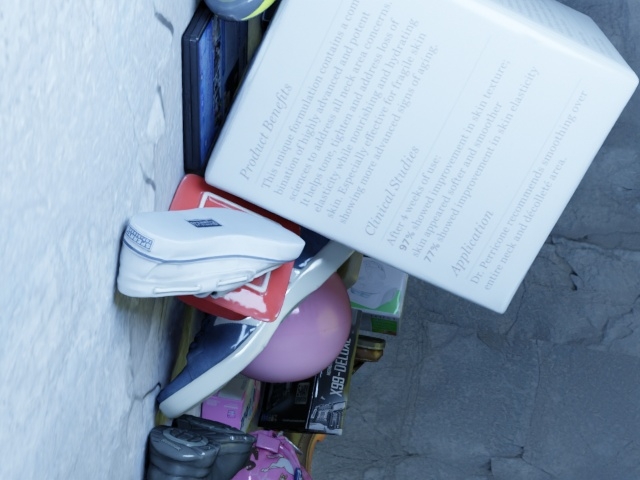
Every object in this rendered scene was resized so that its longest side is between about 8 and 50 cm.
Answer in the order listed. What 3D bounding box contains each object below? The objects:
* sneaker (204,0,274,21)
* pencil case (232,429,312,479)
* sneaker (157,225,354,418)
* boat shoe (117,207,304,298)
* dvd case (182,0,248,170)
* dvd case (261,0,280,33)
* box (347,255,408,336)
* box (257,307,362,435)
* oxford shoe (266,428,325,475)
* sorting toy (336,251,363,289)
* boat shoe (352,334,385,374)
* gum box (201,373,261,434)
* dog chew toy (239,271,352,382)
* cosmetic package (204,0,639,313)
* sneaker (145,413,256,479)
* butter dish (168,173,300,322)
[{"bbox_3d":[-0.085,-0.387,1.267,0.121,0.111,0.300,6,92,-68],"label":"sneaker"},{"bbox_3d":[-0.096,0.446,2.116,0.386,0.167,0.160,82,-15,-72],"label":"pencil case"},{"bbox_3d":[-0.105,0.063,1.487,0.350,0.148,0.131,-47,-179,-18],"label":"sneaker"},{"bbox_3d":[-0.119,0.018,1.254,0.258,0.095,0.084,2,115,-51],"label":"boat shoe"},{"bbox_3d":[-0.124,-0.228,1.423,0.253,0.022,0.180,-74,170,-50],"label":"dvd case"},{"bbox_3d":[-0.051,-0.404,1.839,0.179,0.029,0.239,83,18,-72],"label":"dvd case"},{"bbox_3d":[0.053,0.105,2.513,0.231,0.262,0.127,79,21,-77],"label":"box"},{"bbox_3d":[-0.024,0.259,2.333,0.307,0.076,0.242,161,-59,-69],"label":"box"},{"bbox_3d":[-0.090,0.464,2.574,0.133,0.130,0.364,51,46,-36],"label":"oxford shoe"},{"bbox_3d":[0.000,0.000,2.260,0.257,0.089,0.255,-41,-151,55],"label":"sorting toy"},{"bbox_3d":[0.047,0.242,2.437,0.307,0.110,0.104,176,-75,-70],"label":"boat shoe"},{"bbox_3d":[-0.136,0.243,1.842,0.188,0.062,0.107,-69,167,-65],"label":"gum box"},{"bbox_3d":[-0.058,0.025,1.650,0.206,0.206,0.332,-59,150,-75],"label":"dog chew toy"},{"bbox_3d":[0.115,-0.180,1.446,0.329,0.393,0.327,-62,-173,22],"label":"cosmetic package"},{"bbox_3d":[-0.167,0.300,1.525,0.286,0.109,0.130,13,92,-75],"label":"sneaker"},{"bbox_3d":[-0.122,0.029,1.381,0.118,0.160,0.160,-52,-161,48],"label":"butter dish"}]
